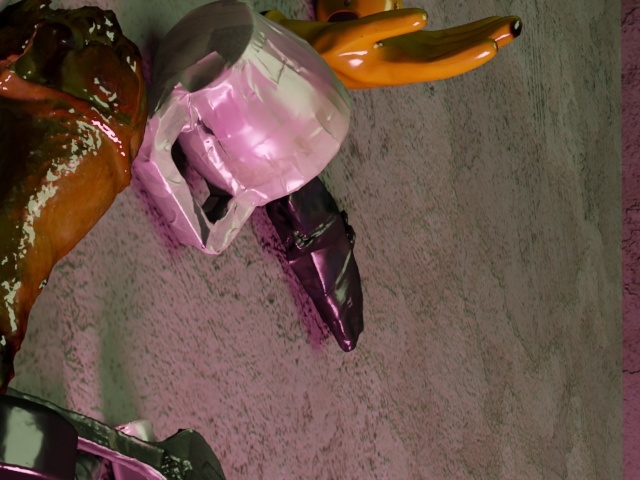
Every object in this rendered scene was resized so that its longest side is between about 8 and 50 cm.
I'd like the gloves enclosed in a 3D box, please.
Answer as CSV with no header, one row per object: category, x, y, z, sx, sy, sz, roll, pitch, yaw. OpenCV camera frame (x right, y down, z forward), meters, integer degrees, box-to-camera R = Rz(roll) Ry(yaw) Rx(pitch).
gloves,0.081,-0.214,1.897,0.133,0.294,0.116,-61,140,-54

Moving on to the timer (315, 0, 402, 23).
timer,0.048,-0.273,2.088,0.109,0.107,0.107,18,67,-62

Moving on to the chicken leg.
chicken leg,-0.217,-0.062,1.329,0.361,0.140,0.211,-74,157,-50

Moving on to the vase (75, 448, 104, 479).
vase,-0.218,0.212,1.351,0.211,0.060,0.060,-47,127,-69

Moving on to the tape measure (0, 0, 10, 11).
tape measure,-0.272,-0.269,1.269,0.197,0.120,0.236,74,20,-60

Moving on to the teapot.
teapot,-0.099,-0.124,1.675,0.178,0.221,0.163,48,1,-41

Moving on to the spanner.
spanner,-0.177,0.160,1.413,0.325,0.026,0.093,32,33,-46

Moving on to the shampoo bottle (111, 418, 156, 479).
shampoo bottle,-0.143,0.252,1.509,0.074,0.074,0.192,3,70,-68

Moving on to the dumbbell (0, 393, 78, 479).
dumbbell,-0.245,0.219,1.158,0.152,0.152,0.218,42,45,-58

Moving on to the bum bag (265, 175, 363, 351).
bum bag,0.000,0.000,1.934,0.137,0.074,0.310,-87,159,-48
